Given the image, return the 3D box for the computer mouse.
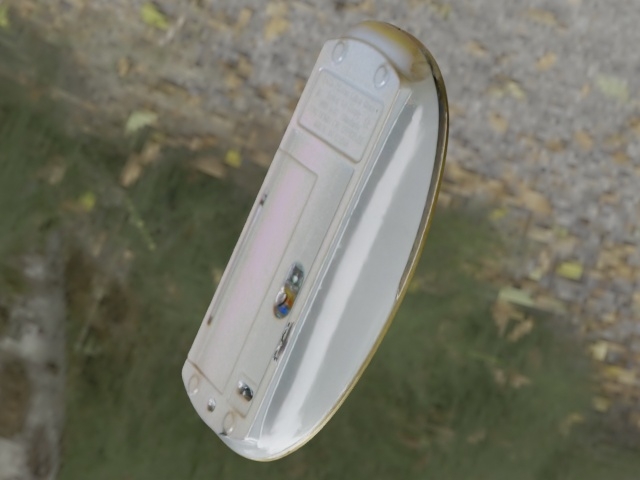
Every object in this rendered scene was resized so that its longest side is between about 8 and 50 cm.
[{"bbox_3d":[0.001,0.001,0.779,0.045,0.199,0.102,19,-170,-33],"label":"computer mouse"}]
